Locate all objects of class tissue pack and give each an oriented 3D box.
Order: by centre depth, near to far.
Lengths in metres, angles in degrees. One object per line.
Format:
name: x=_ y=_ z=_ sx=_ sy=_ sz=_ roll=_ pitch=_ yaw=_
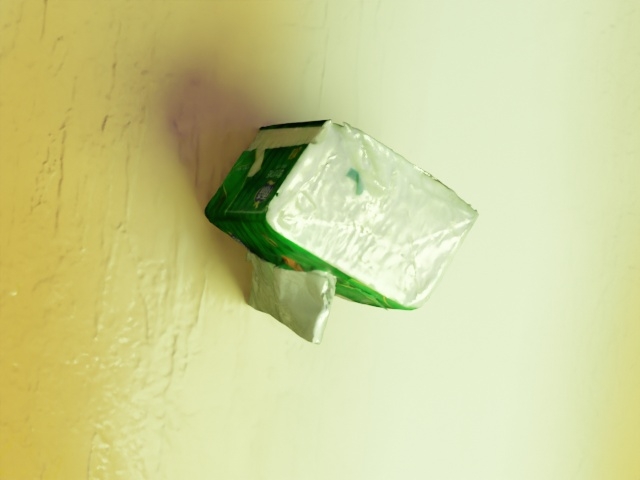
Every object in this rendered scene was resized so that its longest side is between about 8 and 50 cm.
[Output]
tissue pack: x=-0.001 y=0.000 z=1.422 sx=0.148 sy=0.209 sz=0.156 roll=34 pitch=84 yaw=-15
